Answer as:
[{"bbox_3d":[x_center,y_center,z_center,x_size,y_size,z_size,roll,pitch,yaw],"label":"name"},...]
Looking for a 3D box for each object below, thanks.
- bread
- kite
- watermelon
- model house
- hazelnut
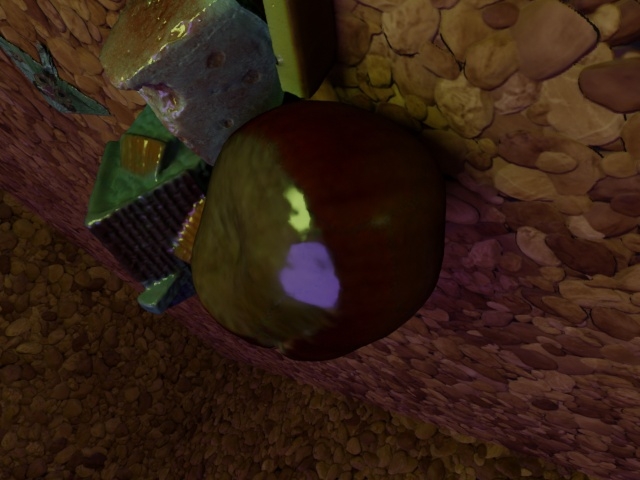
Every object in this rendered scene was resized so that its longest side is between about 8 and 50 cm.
[{"bbox_3d":[-0.025,-0.274,0.552,0.049,0.088,0.226,24,153,19],"label":"bread"},{"bbox_3d":[-0.613,-0.359,1.104,0.323,0.013,0.268,35,155,-11],"label":"kite"},{"bbox_3d":[-0.176,-0.231,0.666,0.148,0.226,0.318,58,155,21],"label":"watermelon"},{"bbox_3d":[-0.262,-0.047,0.926,0.297,0.339,0.360,21,153,22],"label":"model house"},{"bbox_3d":[0.000,0.000,0.714,0.359,0.359,0.409,34,146,-8],"label":"hazelnut"}]
